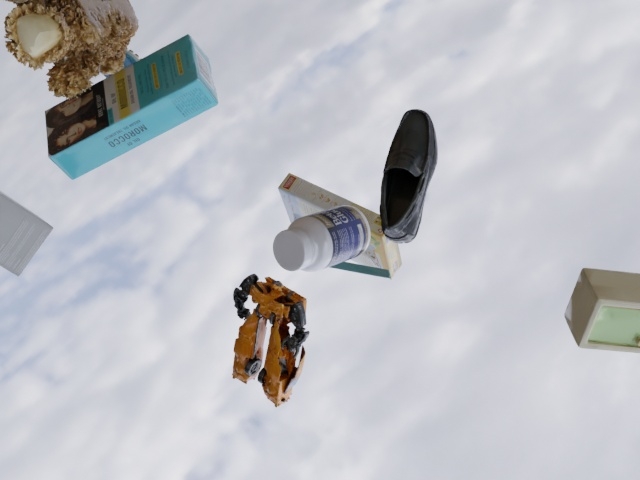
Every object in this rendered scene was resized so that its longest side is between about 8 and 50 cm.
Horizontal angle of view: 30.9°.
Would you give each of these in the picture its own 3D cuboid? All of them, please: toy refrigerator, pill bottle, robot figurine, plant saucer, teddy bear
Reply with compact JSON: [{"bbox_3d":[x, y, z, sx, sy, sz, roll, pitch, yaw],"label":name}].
[{"bbox_3d":[0.542,0.122,1.854,0.094,0.270,0.102,-101,-159,-55],"label":"toy refrigerator"},{"bbox_3d":[0.000,0.000,1.933,0.094,0.094,0.169,-19,180,40],"label":"pill bottle"},{"bbox_3d":[-0.110,0.208,2.538,0.211,0.291,0.085,30,-147,29],"label":"robot figurine"},{"bbox_3d":[0.029,0.043,2.054,0.067,0.192,0.018,177,-76,-85],"label":"plant saucer"},{"bbox_3d":[-0.371,-0.316,1.618,0.113,0.245,0.338,-22,-162,15],"label":"teddy bear"}]

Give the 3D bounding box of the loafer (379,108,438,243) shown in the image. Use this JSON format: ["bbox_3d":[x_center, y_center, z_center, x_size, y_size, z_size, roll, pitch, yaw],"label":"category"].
[{"bbox_3d":[0.136,-0.107,1.809,0.076,0.078,0.223,5,-107,20],"label":"loafer"}]

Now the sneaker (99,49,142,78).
[{"bbox_3d":[-0.294,-0.240,1.788,0.073,0.162,0.063,-53,173,-30],"label":"sneaker"}]

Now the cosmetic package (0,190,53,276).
[{"bbox_3d":[-0.656,-0.046,2.250,0.127,0.238,0.107,-54,-143,-6],"label":"cosmetic package"}]

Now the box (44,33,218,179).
[{"bbox_3d":[-0.267,-0.187,1.622,0.244,0.060,0.100,-26,-130,12],"label":"box"}]

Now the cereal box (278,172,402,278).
[{"bbox_3d":[0.039,-0.028,2.244,0.240,0.173,0.047,27,-111,23],"label":"cereal box"}]
